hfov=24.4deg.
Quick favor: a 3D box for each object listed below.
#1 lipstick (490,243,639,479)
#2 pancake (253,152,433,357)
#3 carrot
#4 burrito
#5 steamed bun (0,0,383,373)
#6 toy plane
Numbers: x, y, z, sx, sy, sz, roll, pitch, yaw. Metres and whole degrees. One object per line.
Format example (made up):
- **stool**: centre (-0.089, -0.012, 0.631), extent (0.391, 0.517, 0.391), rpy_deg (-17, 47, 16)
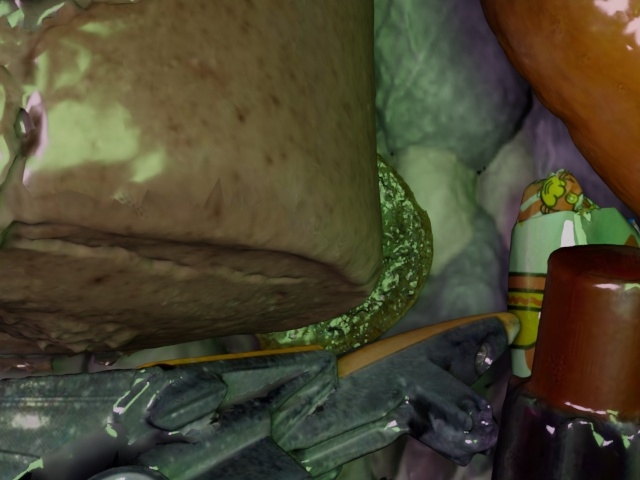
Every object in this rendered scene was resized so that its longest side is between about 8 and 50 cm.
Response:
- **lipstick**: centre (0.089, 0.148, 0.574), extent (0.081, 0.081, 0.300), rpy_deg (0, 106, -24)
- **pancake**: centre (-0.001, -0.001, 0.639), extent (0.108, 0.017, 0.108), rpy_deg (3, 83, -24)
- **carrot**: centre (0.161, -0.075, 0.658), extent (0.225, 0.159, 0.159), rpy_deg (34, 71, -4)
- **burrito**: centre (0.136, 0.113, 0.669), extent (0.104, 0.054, 0.288), rpy_deg (3, 81, -26)
- **steamed bun**: centre (-0.112, -0.082, 0.499), extent (0.301, 0.199, 0.252), rpy_deg (5, 81, -22)
- **toy plane**: centre (-0.030, 0.096, 0.564), extent (0.316, 0.103, 0.204), rpy_deg (-18, 124, -25)
